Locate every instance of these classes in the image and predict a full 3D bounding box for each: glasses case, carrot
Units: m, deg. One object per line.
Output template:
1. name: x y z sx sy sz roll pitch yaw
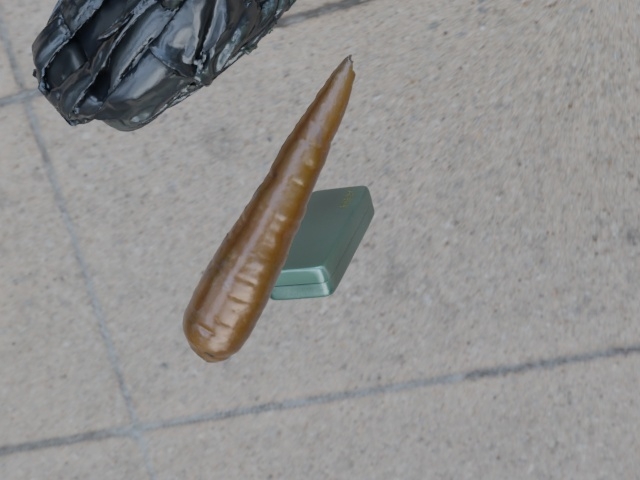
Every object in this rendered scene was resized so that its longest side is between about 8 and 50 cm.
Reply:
1. glasses case: 0.000 0.000 1.179 0.078 0.184 0.039 -6 118 23
2. carrot: -0.029 -0.017 0.659 0.048 0.048 0.216 29 104 6

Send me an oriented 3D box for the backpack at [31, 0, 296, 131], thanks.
1. backpack: -0.165 -0.213 1.007 0.258 0.133 0.206 -42 57 17
